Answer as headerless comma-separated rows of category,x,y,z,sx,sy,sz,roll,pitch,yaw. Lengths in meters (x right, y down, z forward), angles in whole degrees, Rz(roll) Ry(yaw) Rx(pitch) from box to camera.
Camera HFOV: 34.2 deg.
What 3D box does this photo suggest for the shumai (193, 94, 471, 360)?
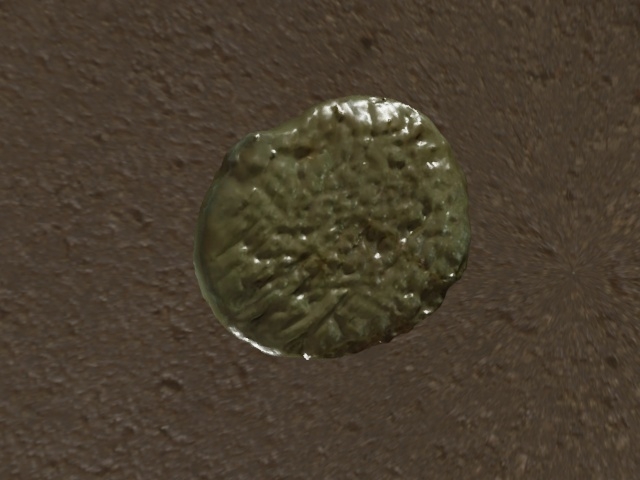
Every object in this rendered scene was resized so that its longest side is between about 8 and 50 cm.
shumai,0.001,0.001,0.448,0.123,0.087,0.099,-25,86,-17
